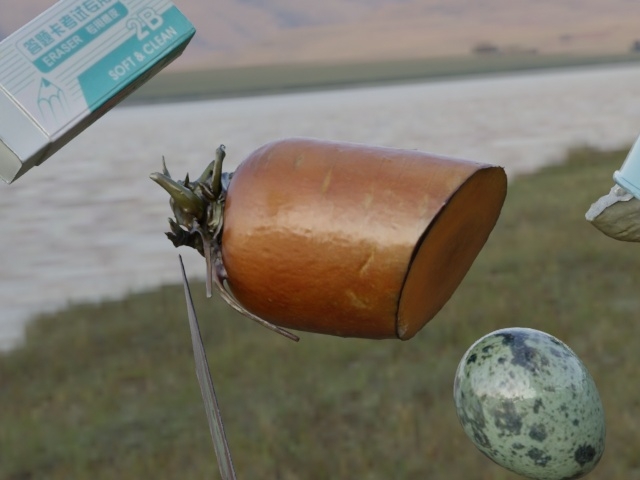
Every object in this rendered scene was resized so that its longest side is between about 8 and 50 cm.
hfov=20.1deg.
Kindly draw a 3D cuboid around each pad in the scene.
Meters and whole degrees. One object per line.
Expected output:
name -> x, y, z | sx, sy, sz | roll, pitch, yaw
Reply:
pad -> -0.104, 0.185, 1.780 | 0.005, 0.202, 0.299 | -11, 50, -7

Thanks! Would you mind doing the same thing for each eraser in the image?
eraser -> -0.212, -0.147, 1.524 | 0.225, 0.095, 0.052 | -43, -1, -36

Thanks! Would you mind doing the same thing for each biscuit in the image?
biscuit -> 0.420, -0.076, 2.012 | 0.265, 0.188, 0.040 | -27, 48, 5

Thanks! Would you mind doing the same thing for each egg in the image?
egg -> 0.206, 0.162, 1.743 | 0.132, 0.172, 0.132 | -43, 11, 10

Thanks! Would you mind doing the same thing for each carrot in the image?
carrot -> 0.000, 0.000, 1.789 | 0.331, 0.214, 0.193 | 12, -9, 17

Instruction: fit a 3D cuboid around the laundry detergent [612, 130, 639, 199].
laundry detergent -> 0.412, -0.118, 1.340 | 0.287, 0.305, 0.287 | 25, 10, -5
